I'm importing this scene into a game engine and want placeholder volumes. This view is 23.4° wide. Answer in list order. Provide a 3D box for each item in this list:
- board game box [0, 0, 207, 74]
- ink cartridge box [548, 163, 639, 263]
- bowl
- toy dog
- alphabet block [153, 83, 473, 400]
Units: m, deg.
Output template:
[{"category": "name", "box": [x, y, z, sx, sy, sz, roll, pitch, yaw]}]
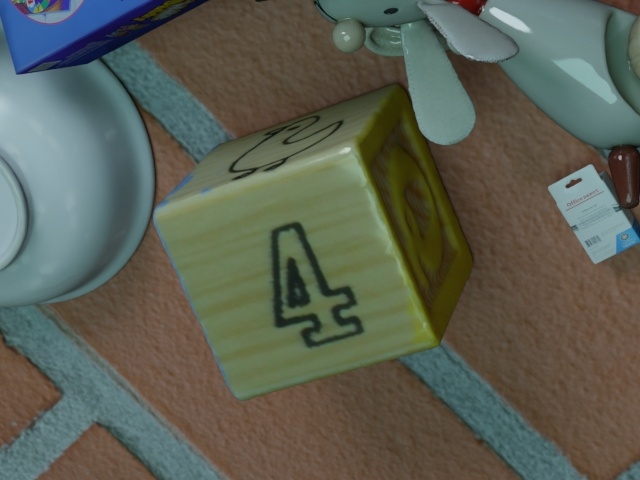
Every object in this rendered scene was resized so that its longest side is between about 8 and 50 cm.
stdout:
[{"category": "board game box", "box": [-0.160, -0.291, 1.226, 0.347, 0.078, 0.233, -15, 90, 50]}, {"category": "ink cartridge box", "box": [0.242, -0.027, 1.364, 0.048, 0.028, 0.083, -29, 102, 24]}, {"category": "bowl", "box": [-0.317, -0.053, 1.456, 0.298, 0.134, 0.298, 6, 113, 14]}, {"category": "toy dog", "box": [0.155, -0.125, 1.226, 0.333, 0.220, 0.161, 8, 73, 12]}, {"category": "alphabet block", "box": [0.000, 0.000, 1.357, 0.197, 0.192, 0.193, -18, 108, 21]}]
